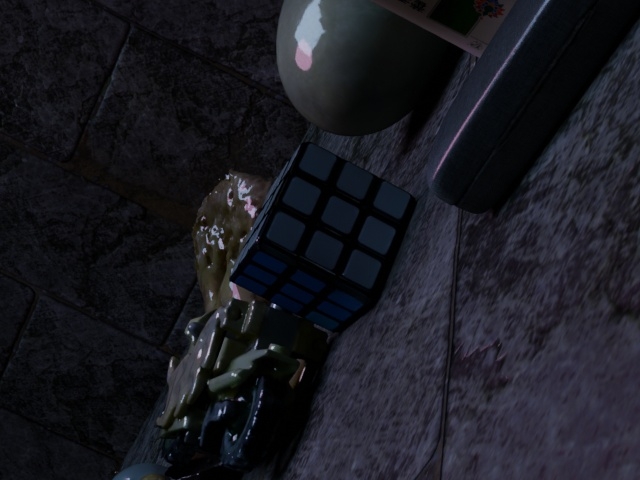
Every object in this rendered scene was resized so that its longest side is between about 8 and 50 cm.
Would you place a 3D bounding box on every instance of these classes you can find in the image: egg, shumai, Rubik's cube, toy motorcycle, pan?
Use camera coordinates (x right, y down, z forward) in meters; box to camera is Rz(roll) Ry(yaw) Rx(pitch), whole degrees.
[{"bbox_3d":[0.067,-0.312,1.817,0.352,0.258,0.258,-68,8,-28],"label":"egg"},{"bbox_3d":[-0.141,0.063,2.106,0.283,0.217,0.346,-66,10,-26],"label":"shumai"},{"bbox_3d":[0.000,0.000,1.548,0.163,0.160,0.162,-66,8,-26],"label":"Rubik's cube"},{"bbox_3d":[-0.121,0.201,1.697,0.410,0.168,0.237,-18,52,67],"label":"toy motorcycle"},{"bbox_3d":[-0.158,0.329,1.870,0.212,0.115,0.040,-34,-67,-68],"label":"pan"}]

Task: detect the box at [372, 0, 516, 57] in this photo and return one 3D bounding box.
[{"bbox_3d":[0.148,-0.336,1.484,0.168,0.212,0.095,-52,15,59],"label":"box"}]

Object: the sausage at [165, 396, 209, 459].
[{"bbox_3d":[-0.196,0.289,2.064,0.133,0.133,0.258,-62,8,14],"label":"sausage"}]

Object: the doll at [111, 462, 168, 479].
[{"bbox_3d":[-0.260,0.437,1.828,0.261,0.161,0.177,-120,49,-79],"label":"doll"}]

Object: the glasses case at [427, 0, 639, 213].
[{"bbox_3d":[0.197,-0.169,1.100,0.323,0.074,0.131,-59,10,35],"label":"glasses case"}]

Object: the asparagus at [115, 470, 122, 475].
[{"bbox_3d":[-0.275,0.435,2.023,0.236,0.034,0.027,66,-144,-47],"label":"asparagus"}]

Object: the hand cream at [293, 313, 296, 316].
[{"bbox_3d":[-0.014,0.044,2.023,0.052,0.038,0.216,-22,29,41],"label":"hand cream"}]
